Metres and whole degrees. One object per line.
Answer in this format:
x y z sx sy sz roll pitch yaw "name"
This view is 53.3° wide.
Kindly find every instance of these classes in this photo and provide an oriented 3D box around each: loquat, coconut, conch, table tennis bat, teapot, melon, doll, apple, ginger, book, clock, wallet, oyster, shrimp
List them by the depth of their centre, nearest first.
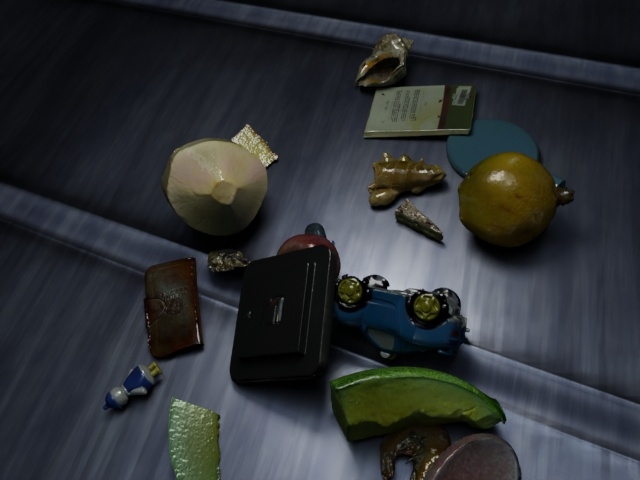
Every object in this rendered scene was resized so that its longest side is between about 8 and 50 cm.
0.175 0.421 1.204 0.132 0.051 0.187 3 46 28 "shrimp"
0.181 0.304 1.213 0.323 0.196 0.124 -4 67 0 "melon"
-0.243 0.438 1.282 0.114 0.053 0.262 -8 55 -17 "melon"
-0.086 0.155 1.332 0.273 0.049 0.279 -15 60 41 "clock"
-0.411 0.318 1.384 0.143 0.057 0.099 -38 35 -16 "doll"
0.437 -0.092 1.427 0.246 0.213 0.213 -1 53 23 "loquat"
-0.026 0.060 1.445 0.153 0.120 0.153 -16 63 35 "apple"
-0.350 0.157 1.506 0.137 0.031 0.255 -15 53 0 "wallet"
-0.218 0.046 1.528 0.148 0.103 0.051 -1 94 28 "oyster"
-0.004 0.002 1.549 0.049 0.063 0.083 -35 51 25 "teapot"
-0.256 -0.130 1.555 0.259 0.259 0.259 -5 53 7 "coconut"
0.206 -0.164 1.601 0.205 0.081 0.115 -19 58 -1 "ginger"
0.466 -0.208 1.610 0.215 0.044 0.329 -38 54 -18 "table tennis bat"
0.275 -0.359 1.752 0.289 0.026 0.201 3 52 19 "book"
0.183 -0.508 1.830 0.207 0.130 0.155 -32 21 6 "conch"

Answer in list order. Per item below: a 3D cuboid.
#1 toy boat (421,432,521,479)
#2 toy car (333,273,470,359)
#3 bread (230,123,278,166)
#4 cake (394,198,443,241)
0.261 0.446 1.140 0.155 0.085 0.227 43 71 8 "toy boat"
0.148 0.160 1.326 0.314 0.198 0.166 11 88 21 "toy car"
-0.183 -0.247 1.742 0.084 0.080 0.109 -43 55 -17 "bread"
0.233 -0.040 1.524 0.055 0.051 0.140 -32 53 -13 "cake"
